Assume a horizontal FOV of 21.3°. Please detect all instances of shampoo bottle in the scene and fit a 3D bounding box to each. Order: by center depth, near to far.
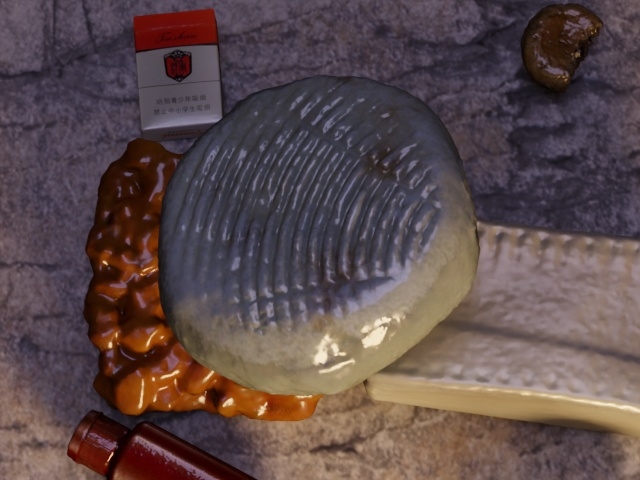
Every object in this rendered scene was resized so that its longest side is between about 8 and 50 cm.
[{"bbox_3d":[-0.151,0.270,1.849,0.260,0.064,0.102,27,110,10],"label":"shampoo bottle"}]

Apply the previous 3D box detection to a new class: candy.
[{"bbox_3d":[0.229,0.097,1.866,0.359,0.145,0.208,7,70,3],"label":"candy"}]

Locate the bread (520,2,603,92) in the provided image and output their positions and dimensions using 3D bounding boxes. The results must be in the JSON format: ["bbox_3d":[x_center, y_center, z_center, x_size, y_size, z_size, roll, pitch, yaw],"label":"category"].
[{"bbox_3d":[0.280,-0.232,2.021,0.082,0.060,0.113,31,73,11],"label":"bread"}]

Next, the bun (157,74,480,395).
[{"bbox_3d":[0.005,0.002,1.751,0.355,0.194,0.354,-7,66,15],"label":"bun"}]

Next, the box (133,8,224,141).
[{"bbox_3d":[-0.169,-0.197,2.031,0.100,0.048,0.152,-5,69,-2],"label":"box"}]

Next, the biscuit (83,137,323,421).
[{"bbox_3d":[-0.108,0.048,1.910,0.312,0.110,0.318,3,71,1],"label":"biscuit"}]
